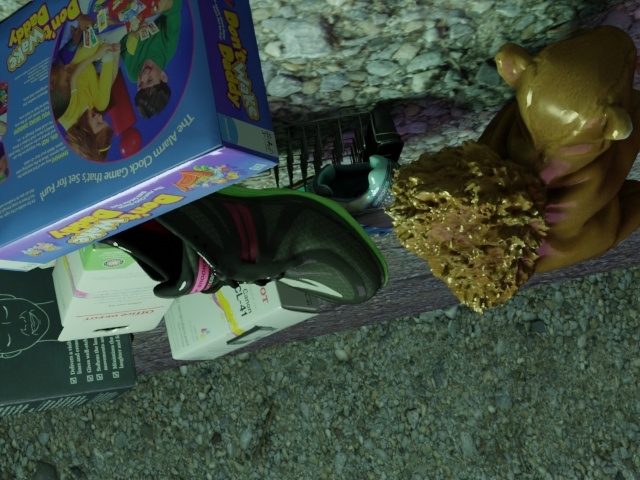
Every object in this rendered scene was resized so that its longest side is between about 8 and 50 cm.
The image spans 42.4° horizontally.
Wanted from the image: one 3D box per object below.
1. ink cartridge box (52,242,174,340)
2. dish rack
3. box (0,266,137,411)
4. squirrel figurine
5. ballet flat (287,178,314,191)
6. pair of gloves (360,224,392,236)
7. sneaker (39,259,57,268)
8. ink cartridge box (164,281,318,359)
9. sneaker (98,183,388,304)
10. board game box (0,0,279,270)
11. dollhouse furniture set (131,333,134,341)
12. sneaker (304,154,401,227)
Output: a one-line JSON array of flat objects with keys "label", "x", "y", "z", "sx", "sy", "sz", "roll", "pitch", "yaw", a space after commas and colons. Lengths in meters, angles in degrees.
[{"label": "ink cartridge box", "x": -0.354, "y": 0.048, "z": 1.473, "sx": 0.207, "sy": 0.119, "sz": 0.353, "roll": -5, "pitch": 152, "yaw": -31}, {"label": "dish rack", "x": -0.019, "y": -0.129, "z": 1.281, "sx": 0.271, "sy": 0.074, "sz": 0.208, "roll": -10, "pitch": 165, "yaw": -5}, {"label": "box", "x": -0.592, "y": 0.185, "z": 1.620, "sx": 0.395, "sy": 0.294, "sz": 0.212, "roll": -3, "pitch": 164, "yaw": -28}, {"label": "squirrel figurine", "x": 0.286, "y": -0.092, "z": 1.103, "sx": 0.397, "sy": 0.281, "sz": 0.370, "roll": -42, "pitch": 163, "yaw": -12}, {"label": "ballet flat", "x": -0.065, "y": -0.062, "z": 1.530, "sx": 0.206, "sy": 0.073, "sz": 0.067, "roll": -14, "pitch": -179, "yaw": 26}, {"label": "pair of gloves", "x": 0.115, "y": -0.038, "z": 1.857, "sx": 0.159, "sy": 0.023, "sz": 0.198, "roll": -17, "pitch": 164, "yaw": 29}, {"label": "sneaker", "x": -0.466, "y": 0.008, "z": 1.534, "sx": 0.134, "sy": 0.051, "sz": 0.070, "roll": -29, "pitch": 174, "yaw": 31}, {"label": "ink cartridge box", "x": -0.177, "y": 0.092, "z": 1.674, "sx": 0.306, "sy": 0.226, "sz": 0.131, "roll": -28, "pitch": 158, "yaw": 32}, {"label": "sneaker", "x": -0.139, "y": 0.013, "z": 1.156, "sx": 0.482, "sy": 0.202, "sz": 0.185, "roll": 18, "pitch": 142, "yaw": -12}, {"label": "board game box", "x": -0.216, "y": -0.130, "z": 0.794, "sx": 0.347, "sy": 0.233, "sz": 0.078, "roll": -19, "pitch": 164, "yaw": 30}, {"label": "dollhouse furniture set", "x": -0.555, "y": 0.207, "z": 1.888, "sx": 0.259, "sy": 0.262, "sz": 0.135, "roll": 22, "pitch": 171, "yaw": 8}, {"label": "sneaker", "x": 0.012, "y": -0.067, "z": 1.260, "sx": 0.283, "sy": 0.110, "sz": 0.122, "roll": -20, "pitch": 145, "yaw": 30}]
